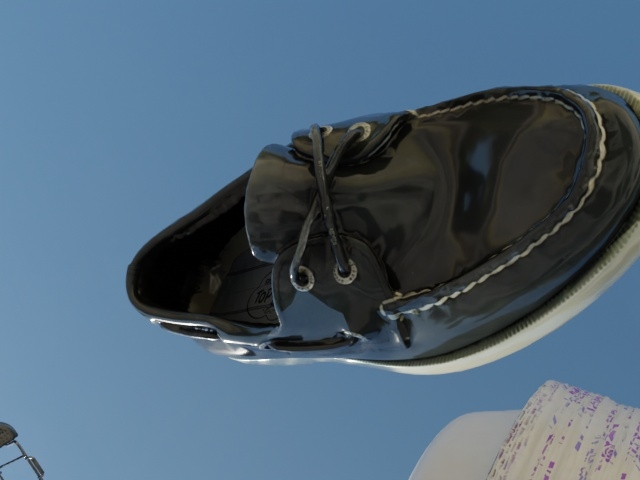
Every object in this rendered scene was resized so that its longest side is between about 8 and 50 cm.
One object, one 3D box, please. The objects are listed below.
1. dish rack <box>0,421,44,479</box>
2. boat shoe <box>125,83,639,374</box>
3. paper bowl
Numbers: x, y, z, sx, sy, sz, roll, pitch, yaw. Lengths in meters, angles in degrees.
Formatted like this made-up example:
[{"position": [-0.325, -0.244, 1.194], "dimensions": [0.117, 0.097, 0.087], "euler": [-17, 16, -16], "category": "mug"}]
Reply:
[{"position": [-0.327, 0.330, 0.771], "dimensions": [0.074, 0.208, 0.271], "euler": [-28, -85, 41], "category": "dish rack"}, {"position": [0.000, -0.004, 0.405], "dimensions": [0.340, 0.113, 0.127], "euler": [-14, -118, 53], "category": "boat shoe"}, {"position": [0.133, 0.237, 0.557], "dimensions": [0.148, 0.284, 0.284], "euler": [16, -107, 26], "category": "paper bowl"}]
